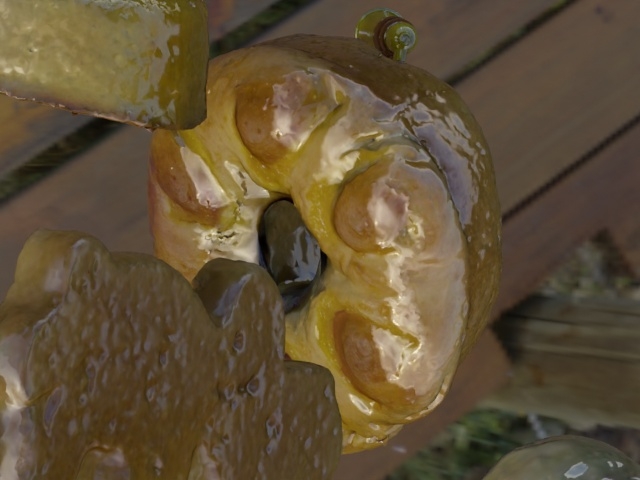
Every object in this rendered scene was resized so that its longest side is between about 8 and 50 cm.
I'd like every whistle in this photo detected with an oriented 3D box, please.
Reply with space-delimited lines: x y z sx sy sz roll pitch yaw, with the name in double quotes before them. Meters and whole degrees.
"whistle" 0.051 -0.153 1.525 0.046 0.109 0.057 38 97 -12

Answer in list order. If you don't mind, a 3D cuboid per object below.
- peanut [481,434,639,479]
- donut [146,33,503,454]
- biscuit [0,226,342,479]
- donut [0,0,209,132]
"peanut" 0.145 0.162 0.755 0.090 0.214 0.098 -24 148 -53
"donut" 0.000 0.000 1.420 0.299 0.317 0.150 50 45 6
"biscuit" -0.064 0.089 0.763 0.249 0.035 0.184 33 64 -58
"donut" -0.082 -0.068 0.613 0.108 0.097 0.043 4 107 -36
